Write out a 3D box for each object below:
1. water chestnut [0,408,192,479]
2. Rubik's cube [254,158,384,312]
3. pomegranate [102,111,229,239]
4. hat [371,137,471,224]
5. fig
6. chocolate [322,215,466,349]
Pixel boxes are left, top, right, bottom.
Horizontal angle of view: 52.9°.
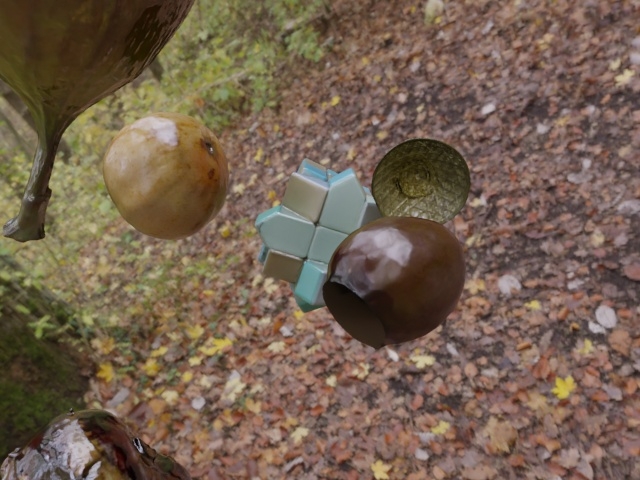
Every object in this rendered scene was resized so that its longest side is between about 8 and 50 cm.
[{"bbox_3d":[-0.328,0.397,0.905,0.300,0.300,0.300,-19,40,17],"label":"water chestnut"},{"bbox_3d":[0.000,0.000,1.063,0.213,0.224,0.265,-95,30,-74],"label":"Rubik's cube"},{"bbox_3d":[-0.247,-0.105,1.037,0.207,0.207,0.207,-19,40,17],"label":"pomegranate"},{"bbox_3d":[0.149,-0.094,0.970,0.146,0.146,0.067,-23,23,13],"label":"hat"},{"bbox_3d":[-0.151,-0.125,0.356,0.160,0.231,0.143,-7,53,-31],"label":"fig"},{"bbox_3d":[0.077,0.031,0.625,0.133,0.124,0.127,-48,-2,-26],"label":"chocolate"}]
